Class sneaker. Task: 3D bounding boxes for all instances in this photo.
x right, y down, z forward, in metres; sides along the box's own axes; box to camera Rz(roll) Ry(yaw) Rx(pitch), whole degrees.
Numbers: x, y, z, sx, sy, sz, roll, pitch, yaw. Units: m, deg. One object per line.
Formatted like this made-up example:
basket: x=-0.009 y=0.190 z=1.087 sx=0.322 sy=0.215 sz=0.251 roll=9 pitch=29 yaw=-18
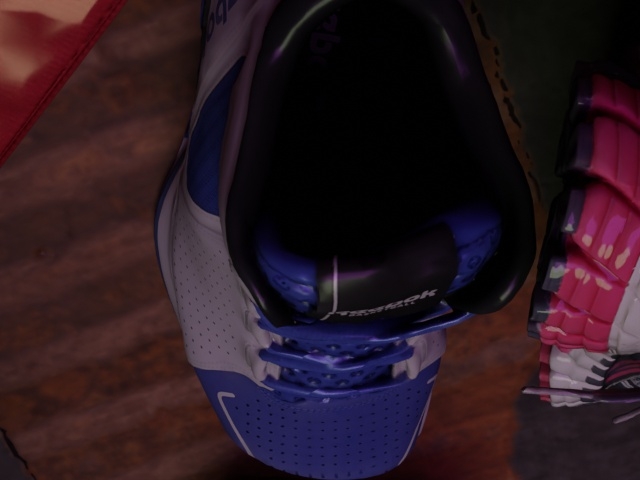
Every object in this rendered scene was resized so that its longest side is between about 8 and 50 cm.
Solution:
sneaker: x=0.000 y=-0.001 z=0.651 sx=0.127 sy=0.182 sz=0.315 roll=-2 pitch=128 yaw=-6
sneaker: x=0.141 y=0.015 z=0.641 sx=0.112 sy=0.299 sz=0.121 roll=11 pitch=88 yaw=9

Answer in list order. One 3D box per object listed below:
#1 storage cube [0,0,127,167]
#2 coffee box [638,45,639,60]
storage cube: x=-0.152 y=-0.138 z=0.500 sx=0.183 sy=0.215 sz=0.193 roll=25 pitch=127 yaw=-27
coffee box: x=0.283 y=-0.049 z=0.583 sx=0.168 sy=0.297 sz=0.119 roll=40 pitch=77 yaw=-33
